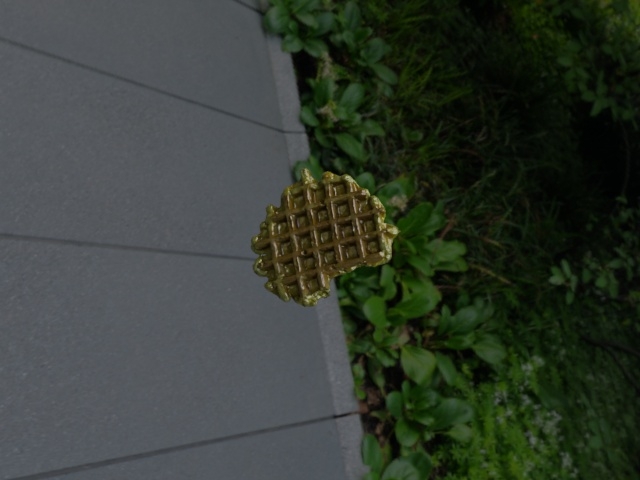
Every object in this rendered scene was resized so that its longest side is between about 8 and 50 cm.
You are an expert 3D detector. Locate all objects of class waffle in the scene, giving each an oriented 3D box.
[{"bbox_3d":[-0.002,0.000,0.355,0.078,0.085,0.016,47,3,22],"label":"waffle"}]
